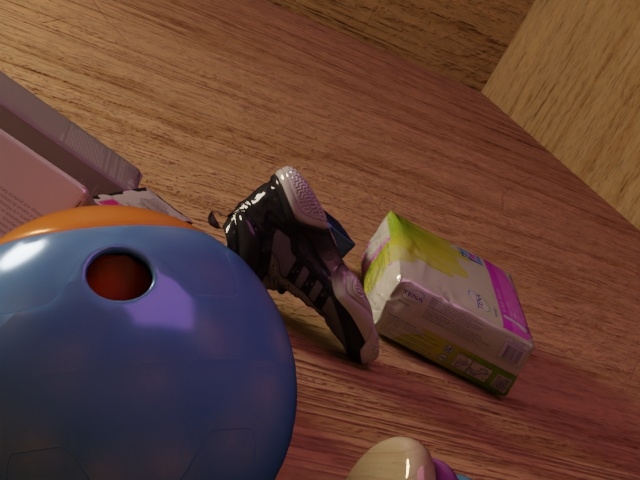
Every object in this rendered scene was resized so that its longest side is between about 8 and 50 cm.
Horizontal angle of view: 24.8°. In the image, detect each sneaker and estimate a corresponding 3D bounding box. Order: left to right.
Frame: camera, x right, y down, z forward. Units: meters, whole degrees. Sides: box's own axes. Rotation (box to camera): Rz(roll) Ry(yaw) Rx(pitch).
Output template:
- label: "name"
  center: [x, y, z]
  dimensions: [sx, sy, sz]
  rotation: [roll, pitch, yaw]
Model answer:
- label: "sneaker"
  center: [-0.038, 0.053, 1.826]
  dimensions: [0.268, 0.153, 0.101]
  rotation: [64, -3, -5]

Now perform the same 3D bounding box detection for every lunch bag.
- label: "lunch bag"
  center: [0.000, 0.000, 2.089]
  dimensions: [0.067, 0.065, 0.098]
  rotation: [38, 10, -31]

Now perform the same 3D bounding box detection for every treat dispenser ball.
- label: "treat dispenser ball"
  center: [-0.162, 0.116, 1.114]
  dimensions: [0.288, 0.288, 0.288]
  rotation: [27, 17, -9]

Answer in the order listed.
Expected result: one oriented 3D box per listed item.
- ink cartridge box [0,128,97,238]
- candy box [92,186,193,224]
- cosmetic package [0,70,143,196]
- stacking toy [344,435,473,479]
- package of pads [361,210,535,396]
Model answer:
- label: "ink cartridge box"
  center: [-0.390, -0.014, 1.272]
  dimensions: [0.296, 0.261, 0.066]
  rotation: [34, -14, 12]
- label: "candy box"
  center: [-0.238, 0.038, 1.431]
  dimensions: [0.071, 0.159, 0.233]
  rotation: [36, 17, 13]
- label: "cosmetic package"
  center: [-0.332, -0.085, 1.627]
  dimensions: [0.238, 0.127, 0.107]
  rotation: [39, 15, -14]
- label: "stacking toy"
  center: [0.173, 0.316, 1.398]
  dimensions: [0.330, 0.141, 0.141]
  rotation: [31, 16, -22]
- label: "package of pads"
  center: [0.172, 0.080, 2.078]
  dimensions: [0.229, 0.101, 0.296]
  rotation: [27, 17, -10]
